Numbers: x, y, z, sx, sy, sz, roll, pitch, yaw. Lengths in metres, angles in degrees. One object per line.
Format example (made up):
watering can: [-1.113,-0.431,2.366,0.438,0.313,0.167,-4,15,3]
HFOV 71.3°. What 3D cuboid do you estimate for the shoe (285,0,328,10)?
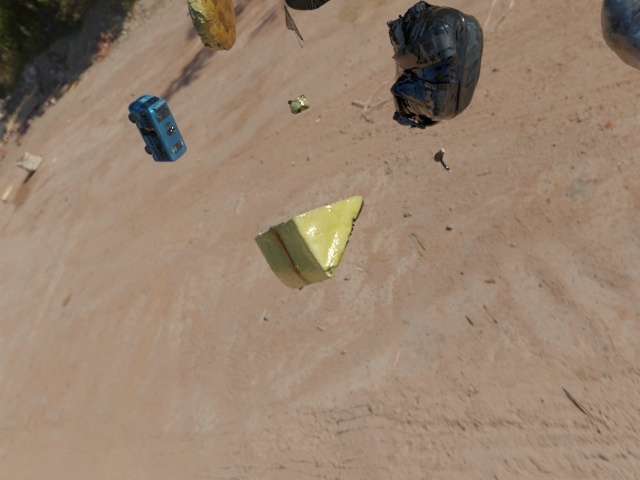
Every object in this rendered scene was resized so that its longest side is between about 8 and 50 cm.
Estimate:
shoe: [-0.010,-0.939,1.629,0.293,0.109,0.149,-24,47,-3]

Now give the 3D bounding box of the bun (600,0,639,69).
bun: [0.898,-0.597,1.112,0.362,0.211,0.362,7,107,24]

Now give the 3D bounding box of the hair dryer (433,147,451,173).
hair dryer: [0.411,-0.261,1.477,0.031,0.079,0.083,-35,81,-9]

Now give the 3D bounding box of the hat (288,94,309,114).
hat: [-0.088,-0.549,1.800,0.077,0.059,0.076,-19,10,22]

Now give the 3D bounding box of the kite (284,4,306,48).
kite: [-0.055,-0.424,0.884,0.004,0.090,0.122,-29,40,-2]

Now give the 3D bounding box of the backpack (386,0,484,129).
backpack: [0.317,-0.501,1.282,0.255,0.363,0.445,-7,19,-2]

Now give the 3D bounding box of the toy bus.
toy bus: [-0.621,-0.428,1.718,0.134,0.246,0.113,10,47,24]

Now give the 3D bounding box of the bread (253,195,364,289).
bread: [0.000,0.000,1.225,0.236,0.198,0.263,-31,6,-35]

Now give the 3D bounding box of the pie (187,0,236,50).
pie: [-0.389,-0.840,1.595,0.083,0.339,0.339,-8,54,13]
